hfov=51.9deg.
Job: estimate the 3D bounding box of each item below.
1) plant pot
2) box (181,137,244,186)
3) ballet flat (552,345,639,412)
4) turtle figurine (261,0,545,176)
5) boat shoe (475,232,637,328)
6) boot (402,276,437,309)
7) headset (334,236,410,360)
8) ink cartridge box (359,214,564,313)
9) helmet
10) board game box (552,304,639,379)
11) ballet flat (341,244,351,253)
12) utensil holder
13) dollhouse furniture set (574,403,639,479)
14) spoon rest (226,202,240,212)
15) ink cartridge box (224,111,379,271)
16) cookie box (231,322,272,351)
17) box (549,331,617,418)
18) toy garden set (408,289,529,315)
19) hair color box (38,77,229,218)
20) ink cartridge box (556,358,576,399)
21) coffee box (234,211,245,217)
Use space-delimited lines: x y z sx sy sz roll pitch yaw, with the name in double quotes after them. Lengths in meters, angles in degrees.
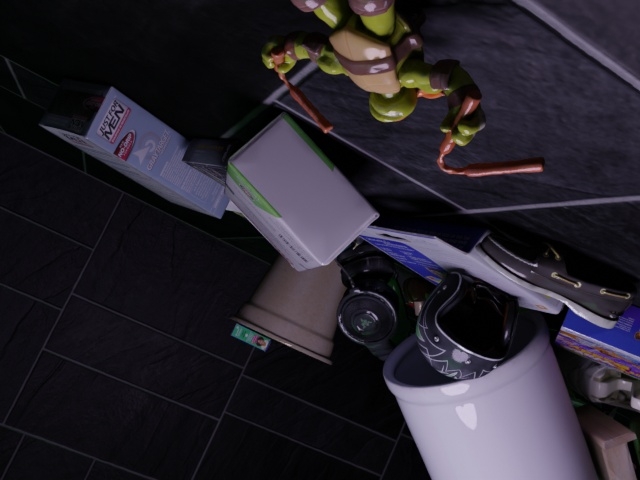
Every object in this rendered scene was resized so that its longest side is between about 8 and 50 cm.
-0.057 0.162 1.964 0.334 0.305 0.334 24 171 4 "plant pot"
-0.133 -0.120 1.296 0.231 0.056 0.183 31 170 -36 "box"
0.637 0.298 1.356 0.400 0.139 0.139 11 165 43 "ballet flat"
0.046 -0.151 0.496 0.270 0.087 0.217 30 168 33 "turtle figurine"
0.334 0.041 0.936 0.228 0.068 0.081 27 -153 -1 "boat shoe"
0.351 0.168 1.668 0.305 0.112 0.115 31 140 -13 "boot"
0.125 0.093 1.411 0.185 0.243 0.394 -19 136 22 "headset"
0.214 0.018 1.138 0.307 0.072 0.304 32 170 -30 "ink cartridge box"
0.238 0.149 1.096 0.170 0.161 0.169 24 172 4 "helmet"
0.588 0.198 1.121 0.347 0.078 0.233 22 171 21 "board game box"
0.000 0.000 1.531 0.079 0.077 0.221 48 -157 17 "ballet flat"
0.346 0.367 1.296 0.385 0.328 0.328 66 162 -9 "utensil holder"
0.746 0.435 1.352 0.394 0.256 0.362 -18 -174 -4 "dollhouse furniture set"
-0.279 -0.115 1.654 0.276 0.084 0.137 22 171 26 "spoon rest"
-0.043 -0.060 1.022 0.198 0.115 0.273 47 170 -3 "ink cartridge box"
-0.194 0.275 1.866 0.107 0.040 0.092 24 172 2 "cookie box"
0.604 0.325 1.637 0.163 0.142 0.247 30 170 -31 "box"
0.283 0.117 1.342 0.204 0.049 0.244 -12 -172 -23 "toy garden set"
-0.363 -0.184 1.372 0.185 0.113 0.374 18 170 39 "hair color box"
0.435 0.265 1.493 0.188 0.097 0.255 55 175 -37 "ink cartridge box"
-0.145 -0.050 1.814 0.113 0.040 0.184 19 170 35 "coffee box"
